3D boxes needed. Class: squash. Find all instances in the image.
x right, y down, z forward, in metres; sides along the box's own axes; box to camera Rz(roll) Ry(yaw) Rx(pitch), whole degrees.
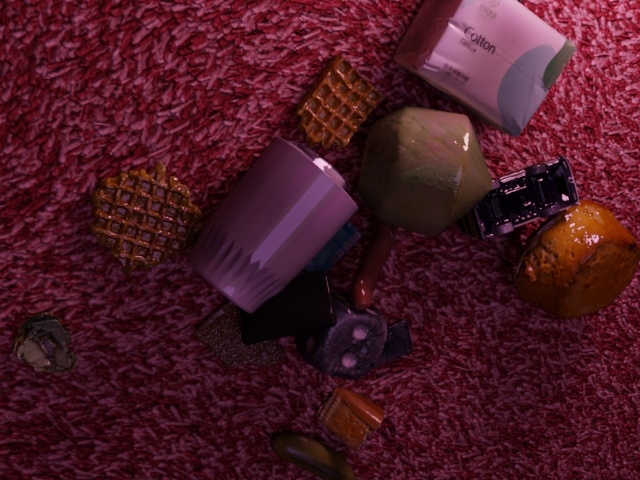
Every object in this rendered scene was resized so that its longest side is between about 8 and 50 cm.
[{"bbox_3d":[0.006,0.615,2.099,0.341,0.094,0.094,35,92,-26],"label":"squash"}]

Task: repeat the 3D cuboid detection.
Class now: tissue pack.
[{"bbox_3d":[0.000,0.000,1.885,0.169,0.082,0.120,-45,118,-3],"label":"tissue pack"},{"bbox_3d":[0.398,-0.451,1.831,0.356,0.194,0.266,26,102,-28],"label":"tissue pack"}]

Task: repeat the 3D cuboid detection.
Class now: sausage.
[{"bbox_3d":[0.135,0.040,1.899,0.078,0.078,0.304,35,64,-28],"label":"sausage"}]

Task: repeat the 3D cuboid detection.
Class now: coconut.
[{"bbox_3d":[-0.631,0.233,1.717,0.133,0.055,0.158,-13,111,-17],"label":"coconut"},{"bbox_3d":[0.260,-0.168,1.827,0.328,0.281,0.328,0,76,-2],"label":"coconut"}]

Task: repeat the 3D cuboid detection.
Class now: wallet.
[{"bbox_3d":[-0.087,0.164,1.840,0.250,0.149,0.044,-12,157,13],"label":"wallet"},{"bbox_3d":[0.175,0.291,2.090,0.166,0.030,0.111,-20,119,-13],"label":"wallet"}]

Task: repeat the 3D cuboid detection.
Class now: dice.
[{"bbox_3d":[0.051,0.235,1.931,0.181,0.182,0.183,17,102,-28],"label":"dice"}]

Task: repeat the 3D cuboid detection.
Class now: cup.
[{"bbox_3d":[-0.114,-0.037,1.726,0.371,0.253,0.253,-48,118,-2],"label":"cup"}]

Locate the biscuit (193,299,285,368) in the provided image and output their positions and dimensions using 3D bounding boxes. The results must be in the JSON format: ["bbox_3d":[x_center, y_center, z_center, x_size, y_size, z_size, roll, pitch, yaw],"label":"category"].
[{"bbox_3d":[-0.204,0.262,1.923,0.131,0.026,0.237,-43,119,-2],"label":"biscuit"}]

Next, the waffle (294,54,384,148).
[{"bbox_3d":[0.034,-0.311,1.808,0.160,0.055,0.211,35,91,-27],"label":"waffle"}]

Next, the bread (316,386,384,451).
[{"bbox_3d":[0.092,0.497,2.114,0.140,0.169,0.160,-52,159,2],"label":"bread"}]

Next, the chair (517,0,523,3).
[{"bbox_3d":[0.431,-0.633,1.862,0.084,0.101,0.212,-59,155,6],"label":"chair"}]

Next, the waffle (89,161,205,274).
[{"bbox_3d":[-0.399,-0.050,1.716,0.243,0.059,0.238,-26,115,-11],"label":"waffle"}]

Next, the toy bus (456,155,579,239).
[{"bbox_3d":[0.508,-0.109,2.005,0.305,0.179,0.143,-20,93,-15],"label":"toy bus"}]

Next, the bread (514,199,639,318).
[{"bbox_3d":[0.722,0.062,2.113,0.358,0.204,0.337,4,115,-36],"label":"bread"}]
